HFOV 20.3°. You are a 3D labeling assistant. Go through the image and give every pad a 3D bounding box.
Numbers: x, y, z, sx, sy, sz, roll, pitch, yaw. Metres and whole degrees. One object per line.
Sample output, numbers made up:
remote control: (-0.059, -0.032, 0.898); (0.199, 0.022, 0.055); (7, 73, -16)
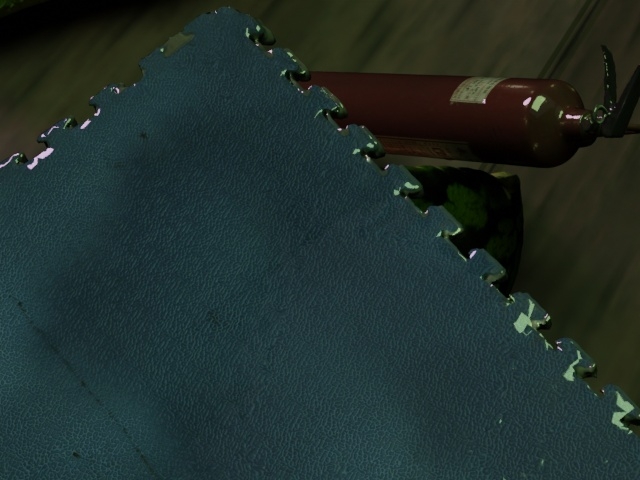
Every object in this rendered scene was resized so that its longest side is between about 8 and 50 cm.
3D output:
pad: (-0.054, 0.081, 0.517); (0.269, 0.012, 0.270); (-35, 61, -9)

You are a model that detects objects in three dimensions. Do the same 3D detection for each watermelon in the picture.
watermelon: (0.003, -0.004, 0.606); (0.163, 0.069, 0.087); (-6, 52, -13)

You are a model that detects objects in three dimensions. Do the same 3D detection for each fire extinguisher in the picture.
fire extinguisher: (0.049, -0.039, 0.613); (0.173, 0.049, 0.035); (9, 56, 51)

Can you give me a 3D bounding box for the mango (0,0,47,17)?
mango: (-0.090, -0.139, 0.705); (0.091, 0.074, 0.165); (39, 57, 22)
